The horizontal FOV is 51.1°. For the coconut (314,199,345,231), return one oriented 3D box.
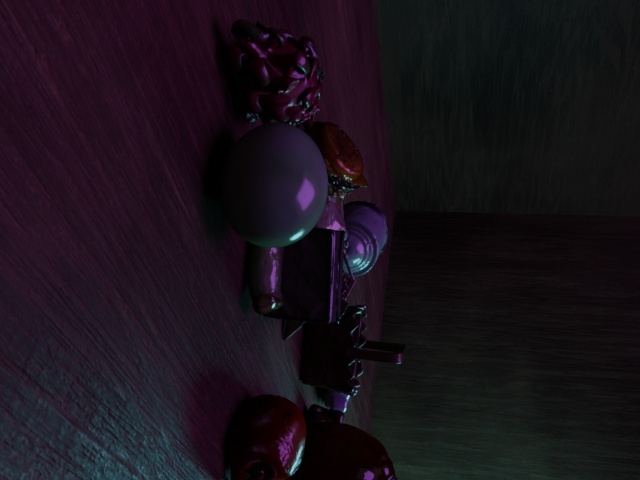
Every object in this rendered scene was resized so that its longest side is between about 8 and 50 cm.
[{"bbox_3d":[-0.006,-0.046,1.898,0.161,0.162,0.161,3,90,-78],"label":"coconut"}]

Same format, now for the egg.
[{"bbox_3d":[-0.094,-0.115,1.357,0.220,0.220,0.270,70,17,-59],"label":"egg"}]

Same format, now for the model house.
[{"bbox_3d":[-0.024,0.184,1.892,0.248,0.176,0.181,-59,-179,-10],"label":"model house"}]

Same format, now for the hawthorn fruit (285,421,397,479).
[{"bbox_3d":[0.036,0.651,1.881,0.308,0.324,0.308,-24,90,-85],"label":"hawthorn fruit"}]

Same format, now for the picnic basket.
[{"bbox_3d":[0.111,0.352,2.157,0.254,0.320,0.292,24,71,-80],"label":"picnic basket"}]

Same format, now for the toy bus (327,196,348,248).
[{"bbox_3d":[0.011,-0.074,2.095,0.120,0.121,0.265,-53,144,-54],"label":"toy bus"}]

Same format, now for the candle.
[{"bbox_3d":[0.116,-0.004,2.333,0.342,0.221,0.222,-51,141,-68],"label":"candle"}]

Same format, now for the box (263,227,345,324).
[{"bbox_3d":[-0.040,0.085,1.731,0.153,0.188,0.253,27,68,-79],"label":"box"}]

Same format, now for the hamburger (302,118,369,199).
[{"bbox_3d":[0.019,-0.236,1.936,0.243,0.138,0.262,24,42,-44],"label":"hamburger"}]

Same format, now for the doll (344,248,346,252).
[{"bbox_3d":[0.000,0.000,2.015,0.057,0.169,0.109,-42,-175,43],"label":"doll"}]

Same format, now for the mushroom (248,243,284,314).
[{"bbox_3d":[-0.126,0.019,1.573,0.100,0.081,0.313,60,30,-73],"label":"mushroom"}]

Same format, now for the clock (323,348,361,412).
[{"bbox_3d":[0.071,0.481,2.383,0.227,0.090,0.248,142,-41,-81],"label":"clock"}]

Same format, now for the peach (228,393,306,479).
[{"bbox_3d":[-0.107,0.439,1.541,0.267,0.153,0.159,-40,130,-72],"label":"peach"}]

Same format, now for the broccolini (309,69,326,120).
[{"bbox_3d":[-0.020,-0.441,2.096,0.044,0.042,0.218,50,49,-73],"label":"broccolini"}]

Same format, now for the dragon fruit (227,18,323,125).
[{"bbox_3d":[-0.095,-0.342,1.416,0.198,0.218,0.273,55,17,6],"label":"dragon fruit"}]

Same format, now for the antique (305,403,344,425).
[{"bbox_3d":[0.006,0.635,2.183,0.257,0.121,0.143,87,20,-53],"label":"antique"}]
